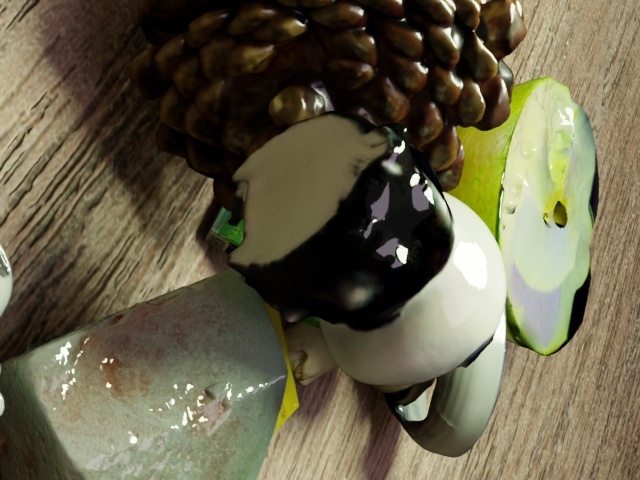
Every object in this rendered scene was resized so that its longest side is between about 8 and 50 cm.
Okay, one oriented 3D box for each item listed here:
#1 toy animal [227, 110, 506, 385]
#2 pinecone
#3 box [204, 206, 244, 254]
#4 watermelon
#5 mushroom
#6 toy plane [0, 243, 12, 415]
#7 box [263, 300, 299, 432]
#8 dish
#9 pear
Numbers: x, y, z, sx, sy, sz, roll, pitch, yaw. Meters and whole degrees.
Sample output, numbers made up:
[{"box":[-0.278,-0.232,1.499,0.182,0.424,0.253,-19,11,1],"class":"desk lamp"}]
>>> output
[{"box":[0.044,0.017,1.326,0.267,0.212,0.213,49,51,-39],"class":"toy animal"},{"box":[0.014,-0.212,1.465,0.397,0.397,0.398,-6,97,-59],"class":"pinecone"},{"box":[0.000,0.000,1.619,0.132,0.235,0.034,-66,-173,-32],"class":"box"},{"box":[-0.196,0.170,1.289,0.258,0.228,0.387,42,64,-49],"class":"watermelon"},{"box":[0.037,0.102,1.726,0.204,0.204,0.204,-6,97,-59],"class":"mushroom"},{"box":[-0.344,0.055,1.109,0.267,0.122,0.267,26,55,-45],"class":"toy plane"},{"box":[-0.116,0.187,1.578,0.279,0.041,0.153,-41,127,-50],"class":"box"},{"box":[0.127,0.141,1.872,0.133,0.273,0.273,7,84,-16],"class":"dish"},{"box":[0.264,-0.039,2.083,0.399,0.165,0.399,-6,96,-59],"class":"pear"}]
